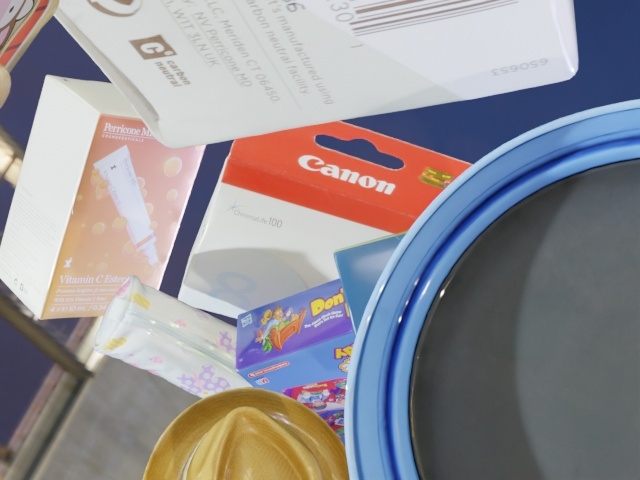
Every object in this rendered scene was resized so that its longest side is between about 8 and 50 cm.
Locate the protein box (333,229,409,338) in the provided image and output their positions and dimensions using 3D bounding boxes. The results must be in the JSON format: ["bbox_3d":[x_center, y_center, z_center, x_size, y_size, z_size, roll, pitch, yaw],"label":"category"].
[{"bbox_3d":[0.133,0.080,0.827,0.201,0.199,0.136,-15,-4,1],"label":"protein box"}]

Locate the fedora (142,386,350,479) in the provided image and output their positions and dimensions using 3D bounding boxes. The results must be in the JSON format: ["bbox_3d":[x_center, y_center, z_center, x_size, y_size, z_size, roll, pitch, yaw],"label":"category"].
[{"bbox_3d":[-0.050,0.197,0.792,0.194,0.194,0.079,23,-33,5],"label":"fedora"}]

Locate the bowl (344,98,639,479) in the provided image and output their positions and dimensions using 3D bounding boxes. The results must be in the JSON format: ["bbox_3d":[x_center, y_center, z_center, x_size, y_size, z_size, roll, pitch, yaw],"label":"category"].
[{"bbox_3d":[0.212,0.110,0.602,0.391,0.391,0.077,19,4,12],"label":"bowl"}]

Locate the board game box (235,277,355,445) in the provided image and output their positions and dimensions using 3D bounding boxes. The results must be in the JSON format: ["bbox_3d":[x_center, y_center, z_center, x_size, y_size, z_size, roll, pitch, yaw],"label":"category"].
[{"bbox_3d":[0.116,0.118,1.083,0.347,0.078,0.233,-21,-45,19],"label":"board game box"}]

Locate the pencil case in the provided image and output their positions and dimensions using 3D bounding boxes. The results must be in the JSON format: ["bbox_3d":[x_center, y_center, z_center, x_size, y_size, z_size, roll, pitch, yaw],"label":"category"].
[{"bbox_3d":[-0.164,0.151,1.334,0.273,0.113,0.124,29,-1,-16],"label":"pencil case"}]

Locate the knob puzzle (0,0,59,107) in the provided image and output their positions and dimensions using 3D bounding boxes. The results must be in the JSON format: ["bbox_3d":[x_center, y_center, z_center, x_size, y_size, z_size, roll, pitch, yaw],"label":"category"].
[{"bbox_3d":[-0.104,-0.050,0.267,0.030,0.213,0.213,32,-27,-4],"label":"knob puzzle"}]

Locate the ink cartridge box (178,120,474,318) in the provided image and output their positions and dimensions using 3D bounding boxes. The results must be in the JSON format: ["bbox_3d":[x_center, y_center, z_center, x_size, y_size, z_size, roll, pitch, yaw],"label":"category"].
[{"bbox_3d":[0.000,0.000,1.330,0.308,0.091,0.385,17,-36,-9],"label":"ink cartridge box"}]

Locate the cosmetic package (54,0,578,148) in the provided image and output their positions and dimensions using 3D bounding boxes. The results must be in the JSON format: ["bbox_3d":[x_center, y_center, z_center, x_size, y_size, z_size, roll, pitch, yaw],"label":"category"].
[{"bbox_3d":[-0.016,-0.329,0.696,0.327,0.393,0.329,-8,-31,19],"label":"cosmetic package"}]

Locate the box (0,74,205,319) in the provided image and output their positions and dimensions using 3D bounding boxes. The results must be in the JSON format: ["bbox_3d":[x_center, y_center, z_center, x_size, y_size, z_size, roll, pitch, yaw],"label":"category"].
[{"bbox_3d":[-0.350,-0.064,1.595,0.215,0.345,0.168,1,26,-46],"label":"box"}]
